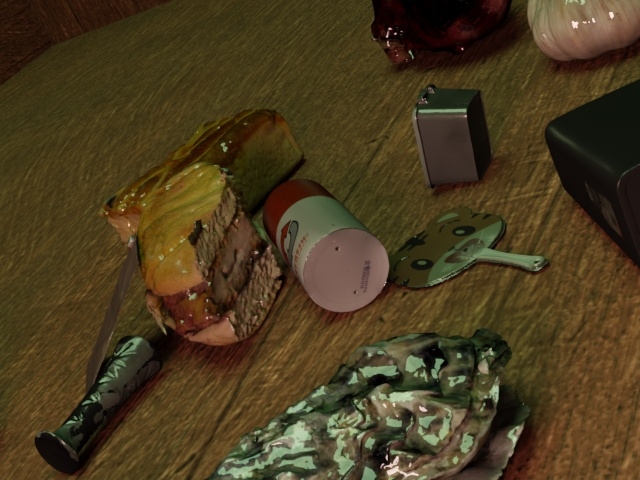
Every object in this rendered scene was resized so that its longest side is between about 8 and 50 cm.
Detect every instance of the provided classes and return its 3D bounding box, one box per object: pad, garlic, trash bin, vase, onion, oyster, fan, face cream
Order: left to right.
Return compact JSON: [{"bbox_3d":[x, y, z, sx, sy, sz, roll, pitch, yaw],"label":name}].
[{"bbox_3d":[-0.240,0.176,1.172,0.059,0.059,0.167,-9,29,35],"label":"vase"},{"bbox_3d":[-0.247,0.090,1.261,0.113,0.006,0.188,-121,50,-68],"label":"pad"},{"bbox_3d":[0.000,0.000,1.235,0.096,0.096,0.214,-29,23,-5],"label":"face cream"},{"bbox_3d":[0.013,0.175,0.822,0.351,0.158,0.162,-22,-14,-21],"label":"oyster"},{"bbox_3d":[0.206,-0.410,1.729,0.281,0.221,0.281,-35,39,34],"label":"onion"},{"bbox_3d":[0.157,0.013,1.154,0.152,0.008,0.226,-37,24,-24],"label":"fan"},{"bbox_3d":[0.362,-0.371,1.462,0.199,0.226,0.199,-22,18,8],"label":"garlic"},{"bbox_3d":[0.328,-0.078,1.035,0.165,0.115,0.225,-26,22,1],"label":"trash bin"}]

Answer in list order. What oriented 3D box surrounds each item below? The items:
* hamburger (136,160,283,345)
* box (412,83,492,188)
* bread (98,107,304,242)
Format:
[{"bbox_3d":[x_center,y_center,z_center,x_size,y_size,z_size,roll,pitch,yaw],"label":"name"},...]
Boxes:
[{"bbox_3d":[-0.141,0.014,1.285,0.245,0.155,0.282,-11,32,40],"label":"hamburger"},{"bbox_3d":[0.163,-0.127,1.308,0.069,0.122,0.084,0,35,26],"label":"box"},{"bbox_3d":[-0.168,-0.090,1.580,0.184,0.114,0.275,-4,31,41],"label":"bread"}]
